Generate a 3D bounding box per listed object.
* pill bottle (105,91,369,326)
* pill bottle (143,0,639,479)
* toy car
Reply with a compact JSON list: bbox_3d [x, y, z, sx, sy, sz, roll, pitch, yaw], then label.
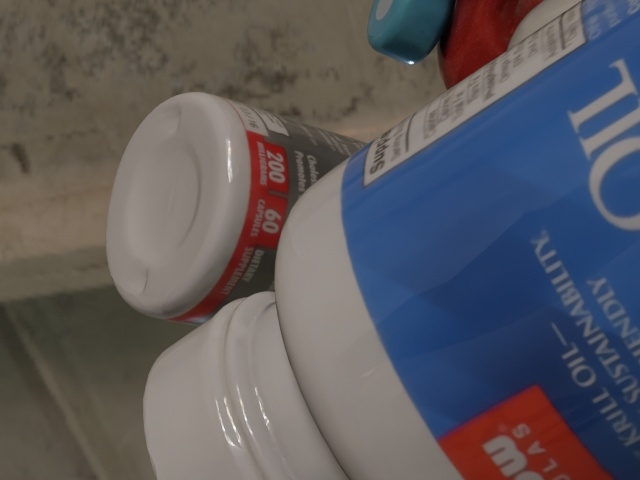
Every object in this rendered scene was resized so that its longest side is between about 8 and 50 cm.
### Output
[{"bbox_3d":[0.000,0.000,1.100,0.283,0.161,0.161,14,-52,-37],"label":"pill bottle"},{"bbox_3d":[0.068,0.013,0.369,0.221,0.124,0.124,-34,-58,22],"label":"pill bottle"},{"bbox_3d":[0.168,-0.118,1.028,0.219,0.238,0.210,20,-50,-17],"label":"toy car"}]
